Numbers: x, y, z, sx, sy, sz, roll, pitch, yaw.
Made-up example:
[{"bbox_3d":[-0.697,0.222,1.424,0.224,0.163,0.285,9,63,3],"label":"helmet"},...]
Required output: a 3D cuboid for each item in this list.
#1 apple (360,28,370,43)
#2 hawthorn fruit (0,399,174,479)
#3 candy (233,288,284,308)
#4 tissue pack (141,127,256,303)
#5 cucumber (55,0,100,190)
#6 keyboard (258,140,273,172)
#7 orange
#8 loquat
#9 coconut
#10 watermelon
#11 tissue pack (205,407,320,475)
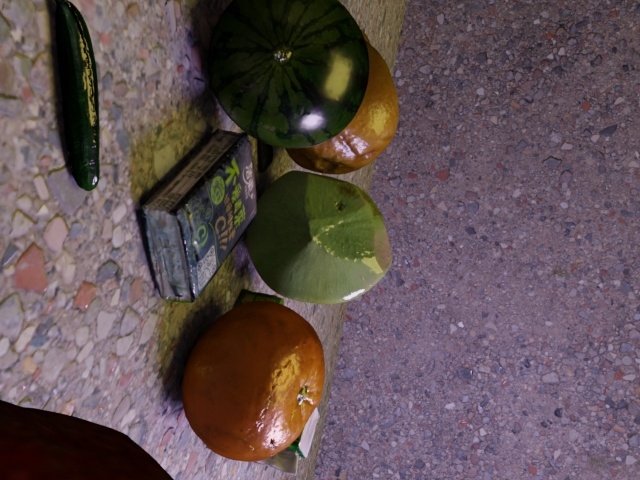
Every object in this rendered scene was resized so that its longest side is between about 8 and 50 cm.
[{"bbox_3d":[0.071,-0.514,1.318,0.101,0.126,0.126,68,26,-22],"label":"apple"},{"bbox_3d":[-0.209,0.259,0.315,0.308,0.325,0.307,-161,-90,-77],"label":"hawthorn fruit"},{"bbox_3d":[-0.131,0.200,1.107,0.062,0.098,0.194,-68,164,-44],"label":"candy"},{"bbox_3d":[-0.172,-0.043,0.746,0.235,0.073,0.173,-66,163,-47],"label":"tissue pack"},{"bbox_3d":[-0.232,-0.134,0.476,0.033,0.036,0.184,-39,141,-60],"label":"cucumber"},{"bbox_3d":[-0.111,-0.239,0.987,0.061,0.013,0.204,-63,160,-53],"label":"keyboard"},{"bbox_3d":[-0.119,0.248,0.894,0.284,0.226,0.283,-46,143,-51],"label":"orange"},{"bbox_3d":[0.026,-0.281,1.029,0.276,0.276,0.283,37,46,-77],"label":"loquat"},{"bbox_3d":[0.000,0.000,1.048,0.281,0.328,0.328,-43,166,1],"label":"coconut"},{"bbox_3d":[-0.045,-0.257,0.733,0.242,0.243,0.242,11,90,-78],"label":"watermelon"},{"bbox_3d":[-0.126,0.400,1.056,0.148,0.209,0.156,81,26,-60],"label":"tissue pack"}]
